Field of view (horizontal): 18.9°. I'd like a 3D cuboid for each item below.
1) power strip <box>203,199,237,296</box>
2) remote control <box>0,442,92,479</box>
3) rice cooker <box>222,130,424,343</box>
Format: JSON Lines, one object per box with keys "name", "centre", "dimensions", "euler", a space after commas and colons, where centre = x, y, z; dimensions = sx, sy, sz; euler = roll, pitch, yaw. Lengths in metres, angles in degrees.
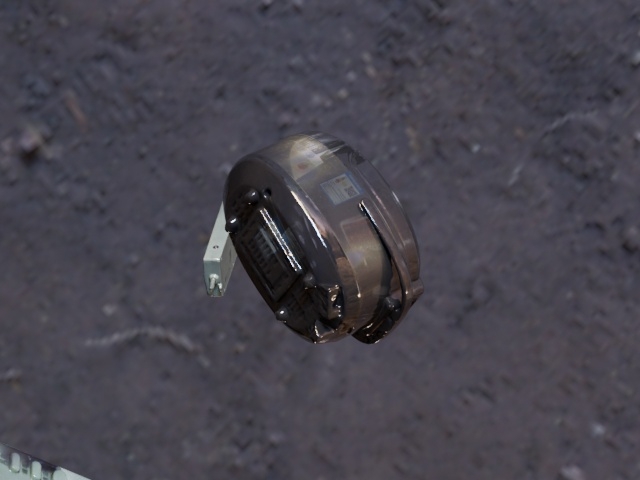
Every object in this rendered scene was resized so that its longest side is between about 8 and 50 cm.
{"name": "power strip", "centre": [-0.094, 0.005, 1.873], "dimensions": [0.019, 0.136, 0.051], "euler": [5, 129, 9]}
{"name": "remote control", "centre": [-0.288, 0.232, 1.676], "dimensions": [0.296, 0.140, 0.056], "euler": [26, 121, -23]}
{"name": "rice cooker", "centre": [0.000, 0.000, 1.399], "dimensions": [0.165, 0.106, 0.112], "euler": [60, 145, 19]}
